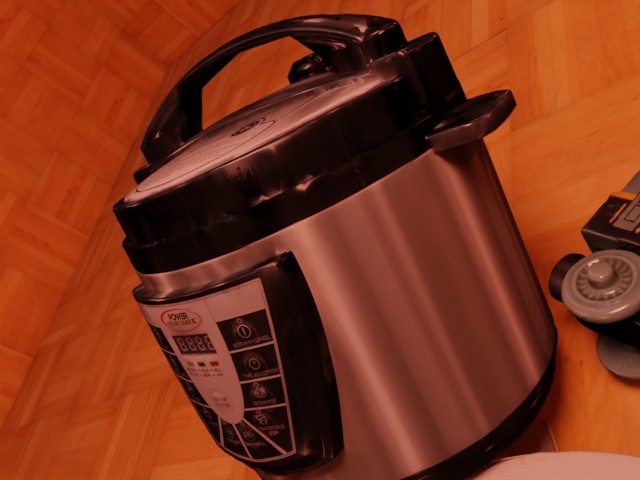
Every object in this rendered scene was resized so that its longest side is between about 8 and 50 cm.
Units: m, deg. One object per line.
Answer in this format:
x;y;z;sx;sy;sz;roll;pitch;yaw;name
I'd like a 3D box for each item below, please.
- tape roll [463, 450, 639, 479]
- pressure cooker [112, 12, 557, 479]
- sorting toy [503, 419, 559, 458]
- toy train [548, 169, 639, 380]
0.176;0.322;0.384;0.391;0.072;0.392;-22;31;14;tape roll
0.002;-0.002;0.623;0.369;0.421;0.375;-26;15;-3;pressure cooker
0.213;0.209;0.619;0.062;0.012;0.083;-40;37;31;sorting toy
0.350;0.047;0.484;0.190;0.142;0.334;-48;31;-8;toy train
